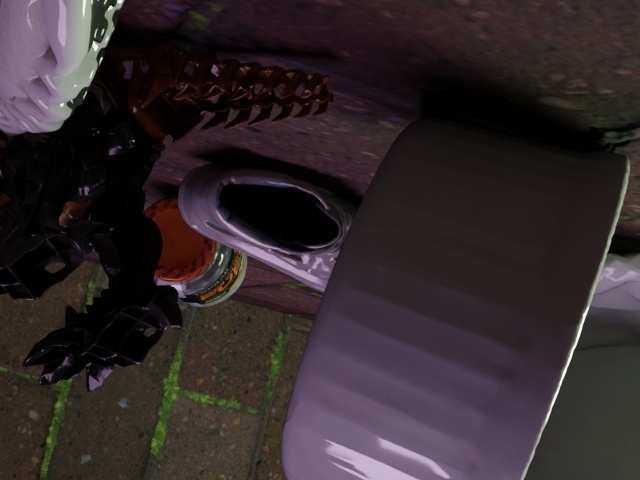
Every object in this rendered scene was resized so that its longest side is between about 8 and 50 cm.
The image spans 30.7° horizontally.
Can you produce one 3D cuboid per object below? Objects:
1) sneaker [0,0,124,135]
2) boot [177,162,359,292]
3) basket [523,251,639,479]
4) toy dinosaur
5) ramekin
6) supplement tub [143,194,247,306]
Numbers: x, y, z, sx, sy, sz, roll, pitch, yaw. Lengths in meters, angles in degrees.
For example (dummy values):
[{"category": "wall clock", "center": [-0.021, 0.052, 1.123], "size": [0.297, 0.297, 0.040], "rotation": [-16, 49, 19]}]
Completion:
[{"category": "sneaker", "center": [-0.155, -0.114, 0.522], "size": [0.118, 0.110, 0.292], "rotation": [26, 168, -21]}, {"category": "boot", "center": [0.000, 0.000, 1.063], "size": [0.258, 0.095, 0.123], "rotation": [17, 178, -20]}, {"category": "basket", "center": [0.220, 0.204, 1.073], "size": [0.328, 0.331, 0.266], "rotation": [-9, 164, 26]}, {"category": "toy dinosaur", "center": [-0.157, -0.048, 0.705], "size": [0.164, 0.218, 0.322], "rotation": [26, 140, -37]}, {"category": "ramekin", "center": [0.080, 0.057, 0.727], "size": [0.135, 0.277, 0.277], "rotation": [21, 174, 10]}, {"category": "supplement tub", "center": [-0.153, 0.012, 1.357], "size": [0.117, 0.117, 0.190], "rotation": [13, 173, 6]}]
